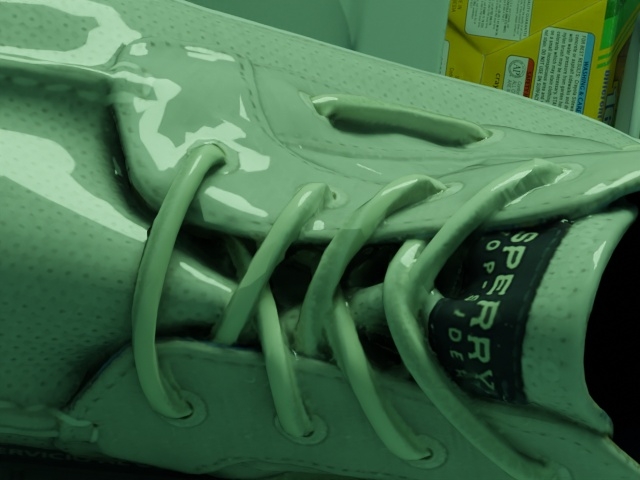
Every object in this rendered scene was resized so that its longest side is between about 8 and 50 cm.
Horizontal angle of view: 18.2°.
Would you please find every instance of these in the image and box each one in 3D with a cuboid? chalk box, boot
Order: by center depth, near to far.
[{"bbox_3d":[0.000,0.000,0.348,0.258,0.095,0.123,2,4,-34],"label":"boot"},{"bbox_3d":[0.127,-0.088,1.139,0.132,0.132,0.213,11,12,23],"label":"chalk box"}]

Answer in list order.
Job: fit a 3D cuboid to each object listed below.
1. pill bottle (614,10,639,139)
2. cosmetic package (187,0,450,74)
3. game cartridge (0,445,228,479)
[{"bbox_3d":[0.270,-0.039,0.980,0.246,0.130,0.130,9,10,4],"label":"pill bottle"},{"bbox_3d":[-0.076,-0.075,0.647,0.225,0.224,0.138,7,10,-3],"label":"cosmetic package"},{"bbox_3d":[0.017,0.062,0.443,0.294,0.060,0.196,6,14,-8],"label":"game cartridge"}]
